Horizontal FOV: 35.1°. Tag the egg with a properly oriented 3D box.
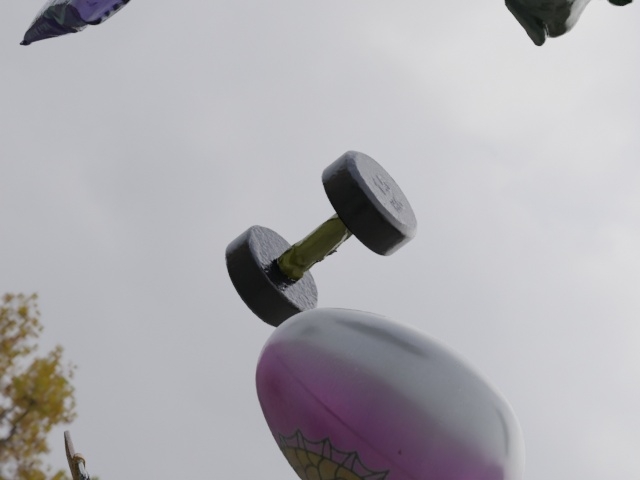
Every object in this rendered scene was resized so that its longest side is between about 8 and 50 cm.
[{"bbox_3d":[0.063,0.172,0.951,0.271,0.196,0.196,39,-35,17],"label":"egg"}]

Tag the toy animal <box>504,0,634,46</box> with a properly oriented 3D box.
[{"bbox_3d":[0.298,-0.309,1.024,0.127,0.251,0.125,61,-16,-11],"label":"toy animal"}]

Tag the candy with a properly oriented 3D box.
[{"bbox_3d":[-0.312,-0.325,1.348,0.275,0.145,0.070,5,-37,53],"label":"candy"}]

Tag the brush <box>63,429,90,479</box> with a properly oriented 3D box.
[{"bbox_3d":[-0.329,0.308,1.354,0.314,0.017,0.090,-167,-106,-72],"label":"brush"}]

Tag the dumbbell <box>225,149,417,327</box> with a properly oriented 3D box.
[{"bbox_3d":[0.000,0.000,1.876,0.322,0.204,0.203,-37,-81,20],"label":"dumbbell"}]
